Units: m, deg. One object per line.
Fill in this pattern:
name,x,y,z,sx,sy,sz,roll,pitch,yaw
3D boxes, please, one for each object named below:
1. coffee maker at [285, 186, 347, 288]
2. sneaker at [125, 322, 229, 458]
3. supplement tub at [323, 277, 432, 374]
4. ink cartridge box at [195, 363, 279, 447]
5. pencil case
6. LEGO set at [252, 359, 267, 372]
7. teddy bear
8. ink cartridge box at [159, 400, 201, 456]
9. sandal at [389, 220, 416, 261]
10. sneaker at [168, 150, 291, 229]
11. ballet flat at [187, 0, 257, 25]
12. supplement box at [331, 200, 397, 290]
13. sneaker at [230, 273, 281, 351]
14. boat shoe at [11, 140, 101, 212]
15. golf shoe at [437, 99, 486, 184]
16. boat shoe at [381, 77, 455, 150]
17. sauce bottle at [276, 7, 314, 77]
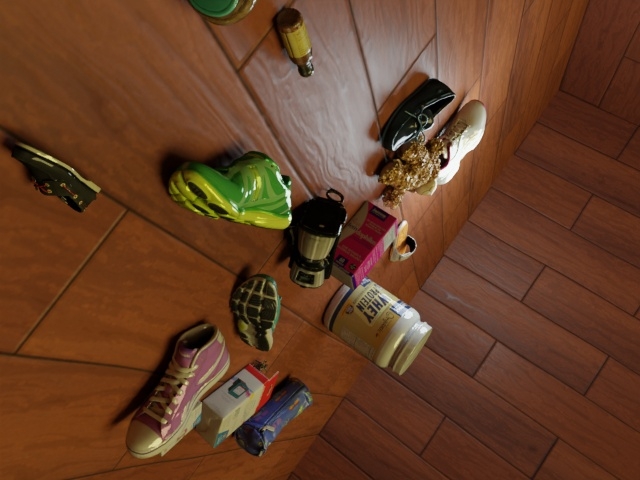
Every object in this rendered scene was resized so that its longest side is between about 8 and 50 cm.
coffee maker,0.000,0.000,1.273,0.171,0.120,0.178,-38,154,-42
sneaker,-0.294,0.281,1.084,0.282,0.102,0.161,-55,159,-36
supplement tub,0.195,0.286,1.856,0.228,0.316,0.228,-46,158,-26
ink cartridge box,-0.223,0.435,1.482,0.231,0.078,0.134,-31,149,-49
pencil case,-0.147,0.578,1.806,0.133,0.119,0.306,-43,173,39
LEGO set,-0.178,0.361,1.566,0.054,0.023,0.083,-48,145,-26
teddy bear,0.275,-0.200,1.606,0.245,0.113,0.338,-51,159,-8
ink cartridge box,-0.334,0.419,1.248,0.122,0.052,0.088,-37,152,-39
sandal,0.322,0.022,2.090,0.102,0.076,0.265,-49,159,-17
sneaker,-0.138,-0.091,0.887,0.295,0.110,0.123,12,87,-66
ballet flat,-0.054,-0.403,0.586,0.124,0.116,0.342,-61,175,-62
supplement box,0.115,0.014,1.563,0.220,0.111,0.114,-51,158,-16
sneaker,-0.140,0.151,1.258,0.275,0.107,0.110,103,9,-54
boat shoe,-0.295,-0.068,0.607,0.042,0.049,0.133,-61,165,-11
golf shoe,0.442,-0.326,1.794,0.306,0.115,0.140,-62,156,12
boat shoe,0.257,-0.325,1.404,0.258,0.089,0.109,-51,159,-15
sauce bottle,-0.036,-0.304,0.851,0.042,0.042,0.128,-53,162,-10
